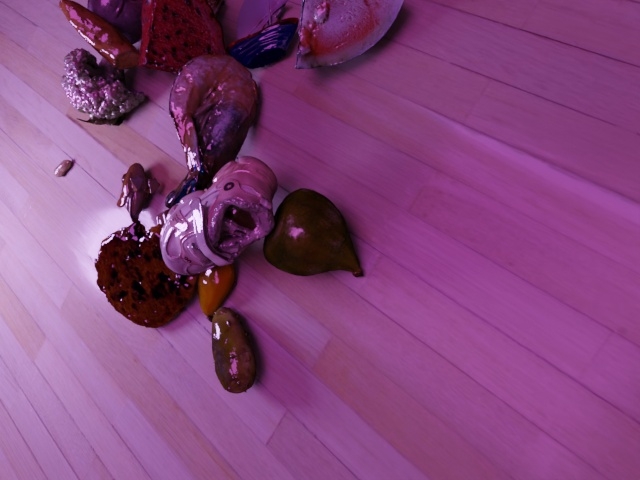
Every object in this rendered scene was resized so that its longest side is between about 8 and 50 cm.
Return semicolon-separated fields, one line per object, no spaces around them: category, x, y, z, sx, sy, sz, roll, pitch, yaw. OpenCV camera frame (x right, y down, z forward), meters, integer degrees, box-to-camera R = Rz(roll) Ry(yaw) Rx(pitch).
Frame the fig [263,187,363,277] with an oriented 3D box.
fig;0.000;0.000;1.014;0.235;0.203;0.203;23;95;-12

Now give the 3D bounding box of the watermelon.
watermelon;0.046;-0.550;1.014;0.289;0.213;0.320;11;76;27

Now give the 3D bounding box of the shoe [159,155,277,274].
shoe;-0.244;-0.029;1.014;0.351;0.172;0.198;-45;29;17

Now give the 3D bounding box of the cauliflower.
cauliflower;-0.691;-0.517;1.423;0.256;0.239;0.315;-12;58;52

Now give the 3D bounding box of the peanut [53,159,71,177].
peanut;-0.918;-0.257;1.577;0.083;0.037;0.037;-34;69;15

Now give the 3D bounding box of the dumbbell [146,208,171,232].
dumbbell;-0.491;-0.016;1.292;0.230;0.082;0.092;-26;73;22

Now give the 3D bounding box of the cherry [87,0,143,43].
cherry;-0.617;-0.722;1.391;0.266;0.213;0.184;-20;110;47

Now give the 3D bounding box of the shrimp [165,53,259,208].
shrimp;-0.297;-0.285;1.144;0.110;0.221;0.446;-10;62;62

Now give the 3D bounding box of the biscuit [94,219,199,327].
biscuit;-0.484;0.091;1.239;0.334;0.081;0.289;-34;96;25

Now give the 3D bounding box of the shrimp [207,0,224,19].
shrimp;-0.359;-0.663;1.333;0.115;0.051;0.217;46;109;25

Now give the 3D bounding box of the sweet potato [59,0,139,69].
sweet potato;-0.648;-0.605;1.297;0.097;0.251;0.097;-41;23;22

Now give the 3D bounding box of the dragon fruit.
dragon fruit;-0.388;-0.584;1.183;0.302;0.240;0.330;12;126;1

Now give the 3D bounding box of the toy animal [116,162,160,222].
toy animal;-0.578;-0.145;1.363;0.179;0.089;0.188;2;84;45

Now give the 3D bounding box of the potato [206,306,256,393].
potato;-0.222;0.270;1.108;0.117;0.090;0.226;-36;61;26

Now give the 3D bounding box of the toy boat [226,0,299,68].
toy boat;-0.187;-0.609;1.230;0.219;0.072;0.318;-37;65;15

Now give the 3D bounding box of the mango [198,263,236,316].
mango;-0.282;0.114;1.179;0.101;0.066;0.188;25;101;29
